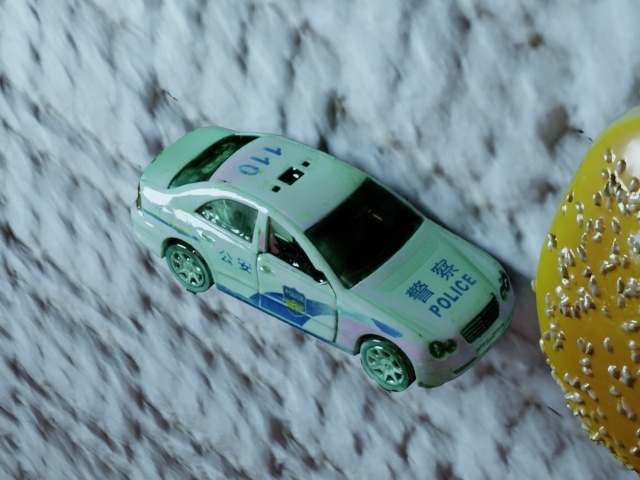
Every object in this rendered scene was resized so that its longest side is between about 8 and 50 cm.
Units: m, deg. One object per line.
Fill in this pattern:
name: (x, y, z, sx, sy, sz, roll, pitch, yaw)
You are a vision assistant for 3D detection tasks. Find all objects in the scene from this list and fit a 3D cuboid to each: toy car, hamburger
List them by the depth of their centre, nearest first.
hamburger: (0.178, 0.029, 0.868, 0.173, 0.116, 0.210, 37, 148, 17)
toy car: (0.000, 0.000, 1.067, 0.224, 0.090, 0.076, 25, 138, 29)
